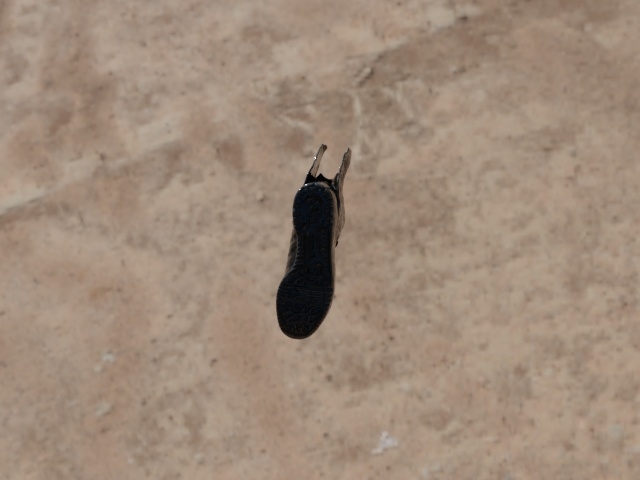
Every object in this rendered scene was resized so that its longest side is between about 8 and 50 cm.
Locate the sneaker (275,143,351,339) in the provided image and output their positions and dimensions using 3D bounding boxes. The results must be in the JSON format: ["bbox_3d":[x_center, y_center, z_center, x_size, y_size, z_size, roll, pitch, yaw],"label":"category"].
[{"bbox_3d":[-0.003,0.000,1.082,0.051,0.170,0.089,8,9,7],"label":"sneaker"}]
